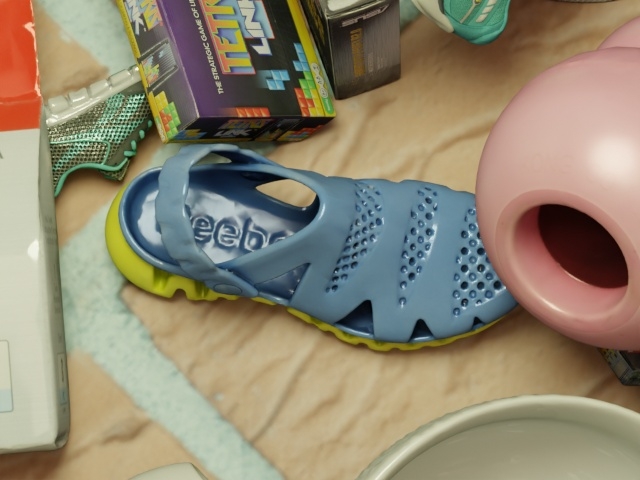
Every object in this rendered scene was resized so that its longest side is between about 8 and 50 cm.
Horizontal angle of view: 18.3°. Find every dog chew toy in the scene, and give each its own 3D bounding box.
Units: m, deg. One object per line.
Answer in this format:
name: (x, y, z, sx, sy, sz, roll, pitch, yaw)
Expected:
dog chew toy: (0.252, -0.068, 1.386, 0.206, 0.206, 0.332, 40, 48, 10)

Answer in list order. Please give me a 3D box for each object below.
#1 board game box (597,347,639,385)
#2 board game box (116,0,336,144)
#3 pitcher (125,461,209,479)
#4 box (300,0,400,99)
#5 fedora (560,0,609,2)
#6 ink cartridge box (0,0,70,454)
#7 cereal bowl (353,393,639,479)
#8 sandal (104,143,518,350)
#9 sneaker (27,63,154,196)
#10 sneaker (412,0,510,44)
board game box: (0.283, 0.096, 1.430, 0.194, 0.060, 0.194, 0, 75, 1)
board game box: (-0.075, -0.157, 1.462, 0.141, 0.048, 0.170, -5, 70, -46)
pitcher: (-0.124, 0.267, 1.343, 0.207, 0.125, 0.178, -42, 60, -5)
box: (-0.004, -0.240, 1.454, 0.056, 0.183, 0.231, -19, 77, -2)
fedora: (0.202, -0.332, 1.510, 0.244, 0.124, 0.275, 11, 75, 3)
ink cartridge box: (-0.346, -0.032, 1.403, 0.308, 0.091, 0.385, -5, 89, 1)
cereal bowl: (0.133, 0.273, 1.321, 0.339, 0.141, 0.339, 2, 83, -15)
sandal: (0.000, 0.000, 1.416, 0.317, 0.138, 0.126, 5, 73, -1)
sneaker: (-0.154, -0.083, 1.484, 0.166, 0.065, 0.076, -23, 92, -3)
sneaker: (0.159, -0.258, 1.400, 0.275, 0.107, 0.110, -50, 119, -9)
